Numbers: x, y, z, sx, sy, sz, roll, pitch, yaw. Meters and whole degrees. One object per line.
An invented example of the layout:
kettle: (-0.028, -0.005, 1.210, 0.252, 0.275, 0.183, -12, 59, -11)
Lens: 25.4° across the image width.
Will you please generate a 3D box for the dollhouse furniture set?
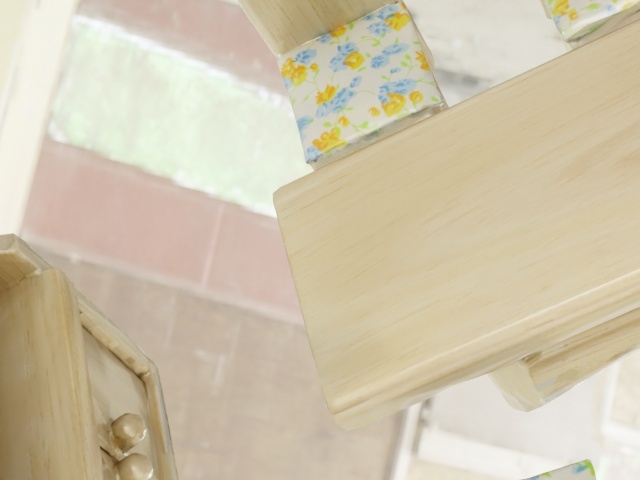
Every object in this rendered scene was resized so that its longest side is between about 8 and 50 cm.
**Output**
dollhouse furniture set: (0.000, 0.000, 0.537, 0.394, 0.362, 0.256, -25, 142, 11)
